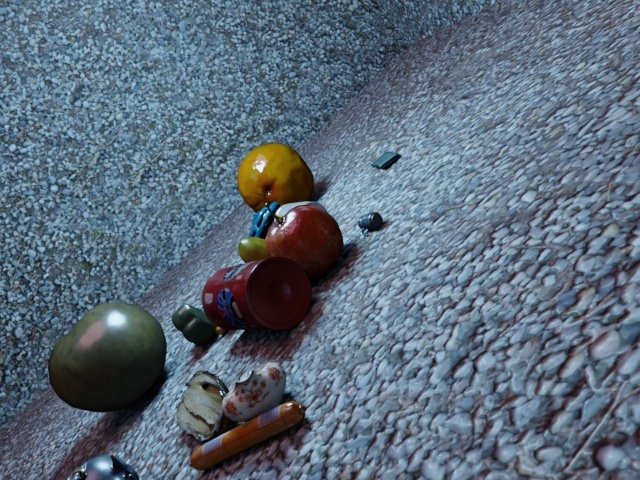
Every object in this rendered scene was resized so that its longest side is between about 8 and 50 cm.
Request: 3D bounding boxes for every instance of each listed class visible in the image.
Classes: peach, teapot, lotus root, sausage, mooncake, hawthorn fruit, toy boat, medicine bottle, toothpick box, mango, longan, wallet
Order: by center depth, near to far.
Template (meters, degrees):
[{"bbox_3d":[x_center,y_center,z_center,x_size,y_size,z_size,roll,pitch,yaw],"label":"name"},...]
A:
[{"bbox_3d":[-0.162,0.418,1.225,0.348,0.053,0.053,-33,19,25],"label":"sausage"},{"bbox_3d":[-0.149,0.338,1.288,0.159,0.116,0.245,-50,4,-22],"label":"teapot"},{"bbox_3d":[-0.273,0.419,1.448,0.329,0.078,0.167,-1,67,63],"label":"lotus root"},{"bbox_3d":[-0.195,0.162,1.681,0.204,0.204,0.333,-50,18,-27],"label":"toothpick box"},{"bbox_3d":[-0.069,-0.014,1.722,0.242,0.271,0.242,-34,28,21],"label":"hawthorn fruit"},{"bbox_3d":[0.151,-0.050,1.727,0.049,0.063,0.083,-14,0,-27],"label":"teapot"},{"bbox_3d":[-0.171,0.063,1.867,0.120,0.221,0.151,-53,49,4],"label":"mango"},{"bbox_3d":[-0.436,0.284,1.979,0.104,0.175,0.168,-43,43,-5],"label":"mooncake"},{"bbox_3d":[-0.728,0.406,1.994,0.404,0.404,0.336,-46,-23,-13],"label":"longan"},{"bbox_3d":[-0.072,-0.077,2.125,0.133,0.133,0.249,-47,19,-16],"label":"medicine bottle"},{"bbox_3d":[0.245,-0.300,2.159,0.088,0.026,0.129,-38,16,-3],"label":"wallet"},{"bbox_3d":[-0.255,-0.043,2.317,0.299,0.092,0.134,-63,-2,35],"label":"toy boat"},{"bbox_3d":[-0.197,-0.249,2.478,0.343,0.343,0.302,-33,16,27],"label":"peach"}]

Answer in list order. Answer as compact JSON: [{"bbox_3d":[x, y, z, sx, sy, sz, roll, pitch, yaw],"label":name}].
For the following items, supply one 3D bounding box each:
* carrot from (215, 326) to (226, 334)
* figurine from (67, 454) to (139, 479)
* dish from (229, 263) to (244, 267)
[{"bbox_3d":[-0.290,0.246,1.966,0.190,0.037,0.037,-51,19,-29],"label":"carrot"},{"bbox_3d":[-0.490,0.602,1.319,0.175,0.197,0.265,-22,2,-28],"label":"figurine"},{"bbox_3d":[-0.281,0.174,1.956,0.213,0.090,0.213,-15,33,10],"label":"dish"}]
